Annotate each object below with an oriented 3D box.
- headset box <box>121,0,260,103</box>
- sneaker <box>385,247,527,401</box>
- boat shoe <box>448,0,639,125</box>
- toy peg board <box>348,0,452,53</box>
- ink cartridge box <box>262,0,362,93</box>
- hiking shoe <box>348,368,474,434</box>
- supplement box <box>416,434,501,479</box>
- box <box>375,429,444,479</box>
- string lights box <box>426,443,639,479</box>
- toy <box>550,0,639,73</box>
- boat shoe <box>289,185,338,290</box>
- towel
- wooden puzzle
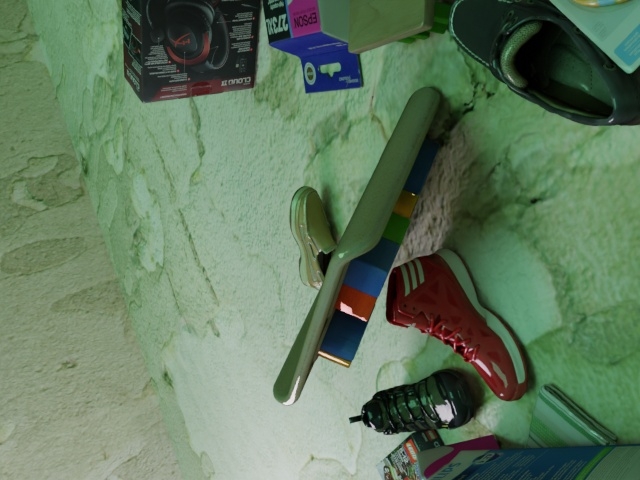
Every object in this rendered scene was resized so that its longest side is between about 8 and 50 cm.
[{"bbox_3d":[-0.225,-0.376,1.340,0.110,0.218,0.293,50,144,41],"label":"headset box"},{"bbox_3d":[0.156,0.119,0.974,0.221,0.128,0.087,60,150,30],"label":"sneaker"},{"bbox_3d":[0.213,-0.187,0.750,0.285,0.092,0.102,45,139,42],"label":"boat shoe"},{"bbox_3d":[0.110,-0.313,0.923,0.161,0.079,0.160,3,91,61],"label":"toy peg board"},{"bbox_3d":[-0.030,-0.402,1.137,0.176,0.069,0.370,13,117,60],"label":"ink cartridge box"},{"bbox_3d":[0.129,0.246,1.103,0.227,0.114,0.086,-41,68,60],"label":"hiking shoe"},{"bbox_3d":[0.205,0.380,0.994,0.114,0.111,0.219,-3,-102,-86],"label":"supplement box"},{"bbox_3d":[0.180,0.417,1.171,0.233,0.044,0.159,62,150,24],"label":"box"},{"bbox_3d":[0.235,0.272,0.805,0.260,0.133,0.076,-16,90,41],"label":"string lights box"},{"bbox_3d":[0.232,-0.272,0.662,0.137,0.056,0.237,-49,51,26],"label":"toy"},{"bbox_3d":[0.000,0.000,1.290,0.072,0.068,0.189,21,133,43],"label":"boat shoe"},{"bbox_3d":[0.292,0.258,0.914,0.113,0.023,0.151,44,142,48],"label":"towel"},{"bbox_3d":[0.062,0.019,0.994,0.081,0.322,0.347,25,137,2],"label":"wooden puzzle"}]
